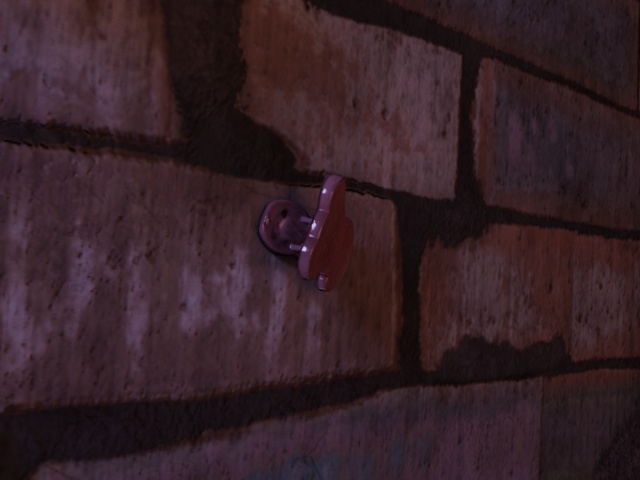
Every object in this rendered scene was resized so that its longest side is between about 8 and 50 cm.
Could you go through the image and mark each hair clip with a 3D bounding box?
[{"bbox_3d":[0.008,0.001,0.809,0.138,0.102,0.123,35,70,-36],"label":"hair clip"}]
